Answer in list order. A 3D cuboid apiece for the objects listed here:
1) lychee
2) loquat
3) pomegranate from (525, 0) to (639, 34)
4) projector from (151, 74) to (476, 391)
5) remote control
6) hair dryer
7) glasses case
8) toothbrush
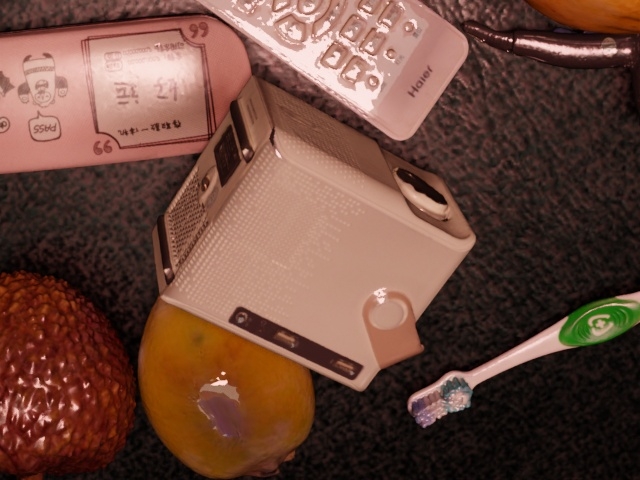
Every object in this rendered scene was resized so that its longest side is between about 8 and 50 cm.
[{"bbox_3d":[-0.253,0.129,1.097,0.194,0.194,0.194,-1,105,-2],"label":"lychee"},{"bbox_3d":[-0.088,0.125,1.119,0.152,0.152,0.195,-30,96,6],"label":"loquat"},{"bbox_3d":[0.260,-0.335,0.910,0.410,0.410,0.410,-1,105,-2],"label":"pomegranate"},{"bbox_3d":[0.000,0.000,1.058,0.242,0.163,0.177,28,111,-22],"label":"projector"},{"bbox_3d":[-0.024,-0.214,1.078,0.313,0.055,0.109,35,93,-6],"label":"remote control"},{"bbox_3d":[0.233,-0.197,1.092,0.219,0.075,0.196,3,95,5],"label":"hair dryer"},{"bbox_3d":[-0.215,-0.125,1.078,0.314,0.075,0.122,-5,109,-2],"label":"glasses case"},{"bbox_3d":[0.271,0.070,1.174,0.418,0.040,0.042,-26,106,0],"label":"toothbrush"}]
